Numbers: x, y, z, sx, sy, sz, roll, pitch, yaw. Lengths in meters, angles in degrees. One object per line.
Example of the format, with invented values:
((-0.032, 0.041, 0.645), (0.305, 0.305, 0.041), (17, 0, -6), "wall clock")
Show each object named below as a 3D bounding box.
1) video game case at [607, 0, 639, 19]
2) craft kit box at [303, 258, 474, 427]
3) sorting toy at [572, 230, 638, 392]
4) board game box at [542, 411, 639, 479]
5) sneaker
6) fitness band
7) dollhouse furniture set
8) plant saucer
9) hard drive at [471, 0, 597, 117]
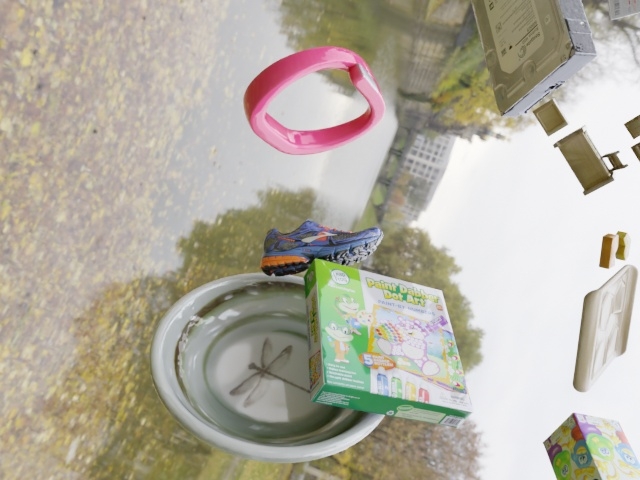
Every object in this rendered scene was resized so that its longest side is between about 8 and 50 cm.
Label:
((0.549, -0.432, 1.053), (0.011, 0.122, 0.087), (-58, 135, -59), "video game case")
((0.101, 0.159, 0.995), (0.247, 0.249, 0.061), (-97, -152, -48), "craft kit box")
((0.565, 0.124, 1.237), (0.229, 0.041, 0.307), (-16, 113, -44), "sorting toy")
((0.662, 0.569, 1.469), (0.275, 0.144, 0.142), (-95, -156, -50), "board game box")
((0.000, 0.000, 1.094), (0.083, 0.221, 0.087), (87, -5, -71), "sneaker")
((-0.006, -0.221, 1.029), (0.291, 0.209, 0.054), (26, 45, -68), "fitness band")
((0.511, -0.205, 1.136), (0.161, 0.182, 0.101), (-32, 178, 29), "dollhouse furniture set")
((-0.077, 0.214, 1.038), (0.400, 0.400, 0.101), (-64, 167, -53), "plant saucer")
((0.411, -0.452, 1.259), (0.237, 0.064, 0.339), (137, -53, -64), "hard drive")
